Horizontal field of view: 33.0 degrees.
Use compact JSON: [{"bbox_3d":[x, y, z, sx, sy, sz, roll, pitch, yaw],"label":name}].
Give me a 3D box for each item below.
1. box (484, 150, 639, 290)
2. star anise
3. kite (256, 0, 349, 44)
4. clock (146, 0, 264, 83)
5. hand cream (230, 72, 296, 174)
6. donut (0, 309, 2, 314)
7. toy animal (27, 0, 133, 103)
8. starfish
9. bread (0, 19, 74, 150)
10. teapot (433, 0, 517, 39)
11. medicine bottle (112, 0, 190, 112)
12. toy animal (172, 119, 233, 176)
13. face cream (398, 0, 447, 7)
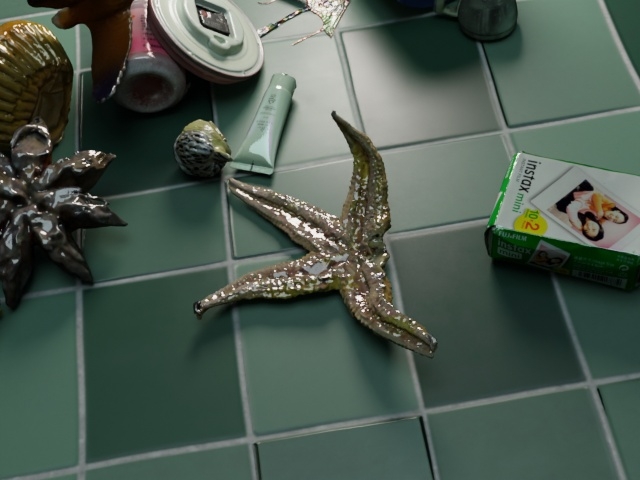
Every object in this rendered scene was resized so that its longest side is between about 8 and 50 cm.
[{"bbox_3d":[0.394,-0.030,1.681,0.250,0.103,0.180,13,56,15],"label":"box"},{"bbox_3d":[-0.478,-0.054,1.753,0.332,0.117,0.331,0,71,1],"label":"star anise"},{"bbox_3d":[-0.040,-0.447,2.091,0.244,0.006,0.198,-27,56,-13],"label":"kite"},{"bbox_3d":[-0.205,-0.386,1.953,0.244,0.056,0.244,27,42,-28],"label":"clock"},{"bbox_3d":[-0.092,-0.204,1.896,0.078,0.050,0.204,12,61,12],"label":"hand cream"},{"bbox_3d":[-0.623,0.144,1.666,0.152,0.101,0.259,25,61,23],"label":"donut"},{"bbox_3d":[-0.342,-0.433,1.843,0.284,0.225,0.302,-33,34,2],"label":"toy animal"},{"bbox_3d":[0.004,0.003,1.688,0.384,0.132,0.398,-1,67,14],"label":"starfish"},{"bbox_3d":[-0.524,-0.264,1.874,0.139,0.240,0.240,28,61,17],"label":"bread"},{"bbox_3d":[0.296,-0.449,1.993,0.149,0.108,0.111,37,64,27],"label":"teapot"},{"bbox_3d":[-0.321,-0.359,1.975,0.147,0.147,0.247,-10,54,-1],"label":"medicine bottle"},{"bbox_3d":[-0.199,-0.145,1.832,0.098,0.098,0.137,-22,36,-10],"label":"toy animal"},{"bbox_3d":[0.173,-0.599,2.033,0.249,0.249,0.225,-26,50,-12],"label":"face cream"}]
